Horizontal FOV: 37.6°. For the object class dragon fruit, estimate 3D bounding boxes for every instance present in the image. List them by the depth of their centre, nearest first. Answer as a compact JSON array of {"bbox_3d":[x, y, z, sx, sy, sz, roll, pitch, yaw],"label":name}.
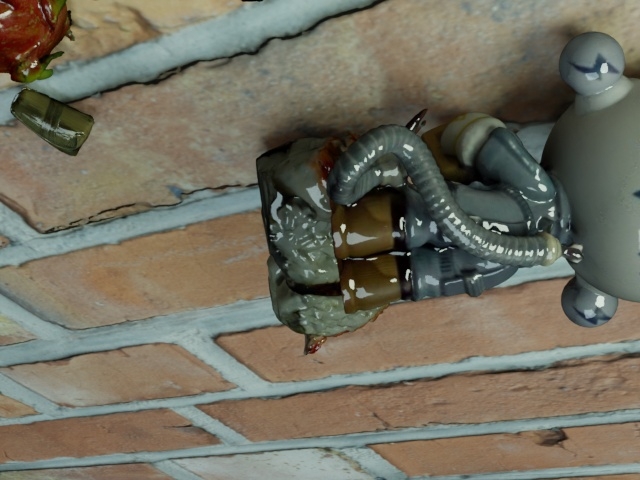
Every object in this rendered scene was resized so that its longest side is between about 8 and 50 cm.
[{"bbox_3d":[-0.281,-0.179,0.745,0.138,0.175,0.142,-30,102,32],"label":"dragon fruit"}]

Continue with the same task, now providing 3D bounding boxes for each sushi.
[{"bbox_3d":[0.000,0.000,0.946,0.130,0.124,0.332,-8,146,1],"label":"sushi"}]

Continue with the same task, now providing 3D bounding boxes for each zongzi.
[{"bbox_3d":[-0.264,-0.112,0.913,0.076,0.040,0.083,27,162,-17],"label":"zongzi"}]

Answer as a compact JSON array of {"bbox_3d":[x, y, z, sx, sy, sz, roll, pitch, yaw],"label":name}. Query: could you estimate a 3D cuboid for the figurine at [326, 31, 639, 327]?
[{"bbox_3d":[0.198,-0.030,0.770,0.382,0.186,0.261,-8,135,1],"label":"figurine"}]
